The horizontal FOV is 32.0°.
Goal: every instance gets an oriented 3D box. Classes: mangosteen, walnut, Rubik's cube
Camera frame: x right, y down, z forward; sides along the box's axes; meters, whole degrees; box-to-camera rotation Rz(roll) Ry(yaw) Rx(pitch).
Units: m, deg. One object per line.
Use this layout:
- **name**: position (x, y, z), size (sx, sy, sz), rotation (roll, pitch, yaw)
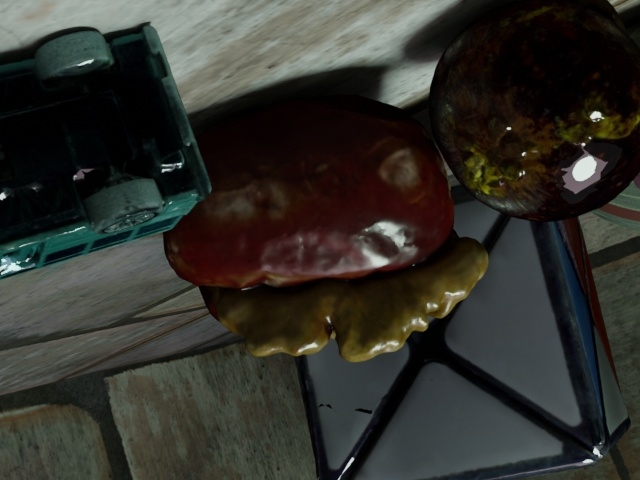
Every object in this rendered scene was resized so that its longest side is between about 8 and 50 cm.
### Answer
- **mangosteen**: position (0.199, -0.123, 0.940), size (0.217, 0.192, 0.192), rotation (-42, -173, -36)
- **walnut**: position (0.000, 0.000, 0.994), size (0.269, 0.244, 0.222), rotation (-16, 160, -6)
- **Rubik's cube**: position (0.149, 0.107, 1.238), size (0.310, 0.305, 0.307), rotation (-15, 172, 17)

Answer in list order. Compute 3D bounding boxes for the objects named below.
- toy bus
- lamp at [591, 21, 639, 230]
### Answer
- **toy bus**: position (-0.216, -0.036, 0.711), size (0.256, 0.128, 0.147), rotation (-18, 173, -20)
- **lamp**: position (0.357, -0.120, 1.124), size (0.265, 0.233, 0.233), rotation (-1, 178, 19)
